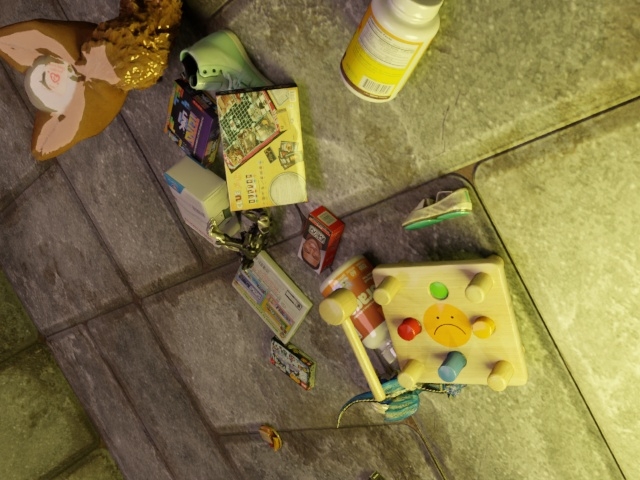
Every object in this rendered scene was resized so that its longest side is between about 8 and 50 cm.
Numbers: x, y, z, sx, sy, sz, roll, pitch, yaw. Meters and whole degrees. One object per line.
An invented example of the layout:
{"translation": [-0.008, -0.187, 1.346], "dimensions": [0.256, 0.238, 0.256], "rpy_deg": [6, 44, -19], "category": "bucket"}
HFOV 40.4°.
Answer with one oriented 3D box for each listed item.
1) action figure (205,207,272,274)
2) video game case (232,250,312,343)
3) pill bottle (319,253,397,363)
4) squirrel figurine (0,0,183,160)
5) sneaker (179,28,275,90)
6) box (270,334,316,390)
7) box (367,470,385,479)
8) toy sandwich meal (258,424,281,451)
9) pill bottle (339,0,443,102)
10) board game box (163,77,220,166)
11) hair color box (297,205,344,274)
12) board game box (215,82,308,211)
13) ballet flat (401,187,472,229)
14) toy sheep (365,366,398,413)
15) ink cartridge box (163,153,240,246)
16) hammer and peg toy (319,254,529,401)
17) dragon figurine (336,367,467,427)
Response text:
{"translation": [-0.168, -0.048, 1.953], "dimensions": [0.141, 0.164, 0.275], "rpy_deg": [23, 131, -1], "category": "action figure"}
{"translation": [-0.123, 0.131, 2.143], "dimensions": [0.212, 0.023, 0.193], "rpy_deg": [47, 143, 13], "category": "video game case"}
{"translation": [0.108, 0.143, 1.799], "dimensions": [0.216, 0.121, 0.121], "rpy_deg": [49, 143, 10], "category": "pill bottle"}
{"translation": [-0.447, -0.396, 1.904], "dimensions": [0.397, 0.370, 0.281], "rpy_deg": [-19, 102, 24], "category": "squirrel figurine"}
{"translation": [-0.184, -0.303, 1.783], "dimensions": [0.256, 0.151, 0.094], "rpy_deg": [53, 142, 4], "category": "sneaker"}
{"translation": [-0.071, 0.310, 2.212], "dimensions": [0.137, 0.027, 0.094], "rpy_deg": [33, 138, 30], "category": "box"}
{"translation": [0.172, 0.670, 2.195], "dimensions": [0.162, 0.029, 0.116], "rpy_deg": [44, 142, 20], "category": "box"}
{"translation": [-0.145, 0.567, 2.489], "dimensions": [0.085, 0.029, 0.085], "rpy_deg": [29, 136, 33], "category": "toy sandwich meal"}
{"translation": [0.119, -0.335, 1.431], "dimensions": [0.117, 0.117, 0.215], "rpy_deg": [49, 143, 12], "category": "pill bottle"}
{"translation": [-0.293, -0.274, 2.019], "dimensions": [0.141, 0.048, 0.170], "rpy_deg": [46, 143, 18], "category": "board game box"}
{"translation": [0.000, 0.000, 1.884], "dimensions": [0.072, 0.043, 0.141], "rpy_deg": [40, 141, 22], "category": "hair color box"}
{"translation": [-0.117, -0.188, 1.762], "dimensions": [0.042, 0.165, 0.243], "rpy_deg": [-112, 16, -67], "category": "board game box"}
{"translation": [0.214, -0.059, 1.596], "dimensions": [0.168, 0.057, 0.052], "rpy_deg": [-17, 75, 50], "category": "ballet flat"}
{"translation": [0.145, 0.333, 1.932], "dimensions": [0.091, 0.091, 0.132], "rpy_deg": [37, 134, 26], "category": "toy sheep"}
{"translation": [-0.279, -0.092, 2.067], "dimensions": [0.140, 0.082, 0.190], "rpy_deg": [36, 159, 26], "category": "ink cartridge box"}
{"translation": [0.196, 0.162, 1.638], "dimensions": [0.361, 0.127, 0.266], "rpy_deg": [-5, 113, 33], "category": "hammer and peg toy"}
{"translation": [0.156, 0.317, 1.807], "dimensions": [0.144, 0.289, 0.085], "rpy_deg": [-106, -6, -80], "category": "dragon figurine"}
